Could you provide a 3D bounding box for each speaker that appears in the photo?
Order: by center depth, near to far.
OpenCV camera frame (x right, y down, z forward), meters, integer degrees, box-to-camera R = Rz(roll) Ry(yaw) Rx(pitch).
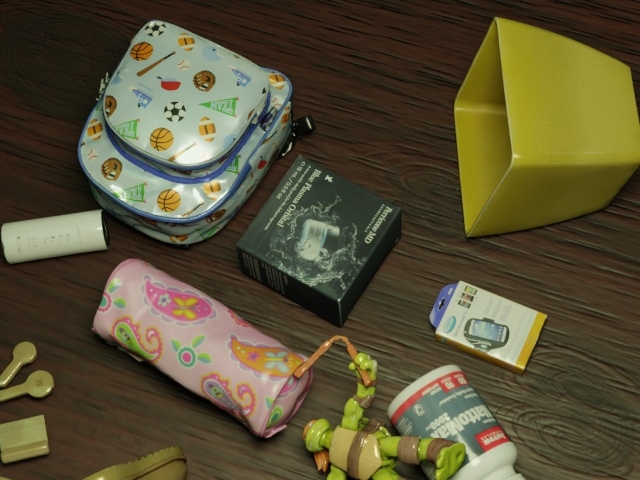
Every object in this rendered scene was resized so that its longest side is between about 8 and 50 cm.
[{"bbox_3d":[-0.350,-0.006,1.651,0.136,0.055,0.055,-9,64,0],"label":"speaker"}]

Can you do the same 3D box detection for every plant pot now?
[{"bbox_3d":[0.295,-0.138,1.600,0.187,0.212,0.212,2,64,-9],"label":"plant pot"}]

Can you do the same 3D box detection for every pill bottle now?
[{"bbox_3d":[0.169,0.247,1.468,0.108,0.108,0.180,-31,67,-11],"label":"pill bottle"}]

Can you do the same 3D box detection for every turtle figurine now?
[{"bbox_3d":[0.054,0.262,1.443,0.217,0.087,0.269,19,92,32],"label":"turtle figurine"}]

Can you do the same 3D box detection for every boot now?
[{"bbox_3d":[-0.173,0.379,1.399,0.089,0.236,0.269,-29,81,18],"label":"boot"}]

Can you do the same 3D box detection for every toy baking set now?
[{"bbox_3d":[-0.452,0.211,1.571,0.256,0.030,0.197,9,62,8],"label":"toy baking set"}]

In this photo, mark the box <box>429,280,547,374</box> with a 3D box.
[{"bbox_3d":[0.209,0.107,1.578,0.136,0.028,0.081,22,68,16],"label":"box"}]

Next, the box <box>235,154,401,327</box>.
[{"bbox_3d":[0.000,0.000,1.606,0.158,0.093,0.156,28,69,15],"label":"box"}]

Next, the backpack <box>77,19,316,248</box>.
[{"bbox_3d":[-0.183,-0.136,1.629,0.276,0.213,0.263,25,79,11],"label":"backpack"}]

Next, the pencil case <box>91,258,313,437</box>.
[{"bbox_3d":[-0.150,0.132,1.542,0.284,0.124,0.124,29,69,17],"label":"pencil case"}]
